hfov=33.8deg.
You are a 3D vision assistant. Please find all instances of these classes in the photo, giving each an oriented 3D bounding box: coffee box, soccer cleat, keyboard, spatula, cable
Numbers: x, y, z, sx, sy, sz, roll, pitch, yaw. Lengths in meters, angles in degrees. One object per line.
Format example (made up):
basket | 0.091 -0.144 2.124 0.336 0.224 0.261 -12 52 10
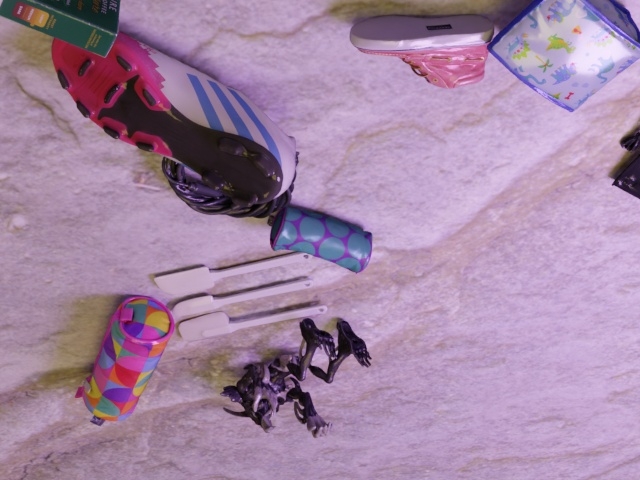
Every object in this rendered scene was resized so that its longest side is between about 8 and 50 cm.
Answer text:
coffee box | -0.311 -0.278 1.160 0.184 0.113 0.040 18 130 -25
soccer cleat | -0.175 -0.163 1.305 0.331 0.143 0.116 35 121 -6
keyboard | 0.475 -0.127 1.452 0.108 0.023 0.180 27 133 -9
spatula | -0.117 0.087 1.632 0.242 0.019 0.168 -12 131 5
cable | -0.125 -0.090 1.431 0.185 0.047 0.150 6 140 -16

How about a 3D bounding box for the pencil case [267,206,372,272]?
pencil case | 0.000 0.000 1.516 0.152 0.064 0.070 17 116 -21

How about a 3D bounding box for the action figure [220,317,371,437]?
action figure | -0.052 0.245 1.714 0.164 0.141 0.275 17 131 -37

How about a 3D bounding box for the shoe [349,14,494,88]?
shoe | 0.122 -0.227 1.292 0.178 0.063 0.081 -4 131 -8

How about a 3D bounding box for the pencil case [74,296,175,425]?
pencil case | -0.309 0.191 1.661 0.104 0.104 0.236 15 131 -20

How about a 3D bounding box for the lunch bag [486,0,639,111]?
lunch bag | 0.293 -0.244 1.271 0.151 0.096 0.129 19 132 -36
